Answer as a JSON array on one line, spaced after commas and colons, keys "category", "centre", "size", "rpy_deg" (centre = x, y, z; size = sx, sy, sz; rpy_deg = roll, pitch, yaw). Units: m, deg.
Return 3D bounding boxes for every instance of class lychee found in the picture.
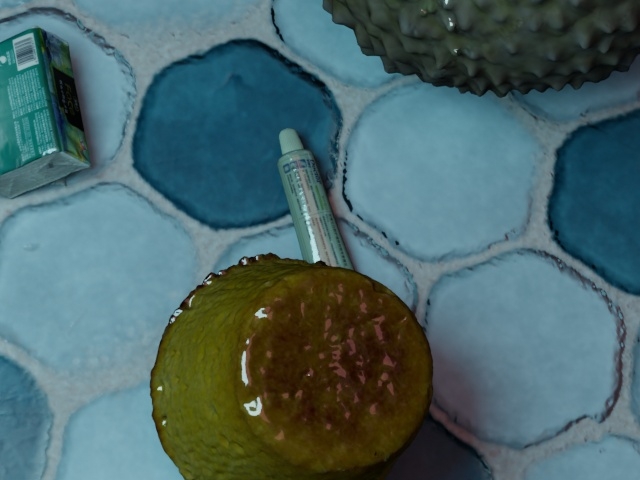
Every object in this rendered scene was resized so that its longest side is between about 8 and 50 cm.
[{"category": "lychee", "centre": [0.149, -0.311, 1.483], "size": [0.380, 0.432, 0.380], "rpy_deg": [-14, 39, 12]}]

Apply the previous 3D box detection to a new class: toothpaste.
[{"category": "toothpaste", "centre": [0.000, 0.000, 1.532], "size": [0.048, 0.029, 0.197], "rpy_deg": [-15, 76, -9]}]

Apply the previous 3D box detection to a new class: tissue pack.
[{"category": "tissue pack", "centre": [-0.234, -0.099, 1.520], "size": [0.085, 0.079, 0.111], "rpy_deg": [-21, 70, 20]}]

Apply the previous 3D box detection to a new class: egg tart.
[{"category": "egg tart", "centre": [-0.010, 0.105, 1.416], "size": [0.215, 0.171, 0.215], "rpy_deg": [4, 78, -19]}]
